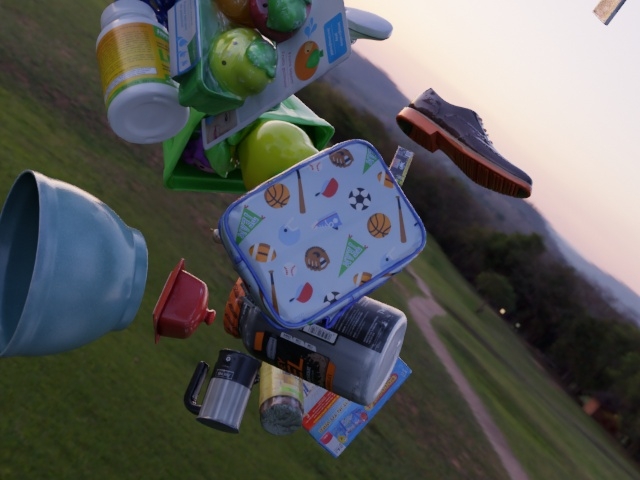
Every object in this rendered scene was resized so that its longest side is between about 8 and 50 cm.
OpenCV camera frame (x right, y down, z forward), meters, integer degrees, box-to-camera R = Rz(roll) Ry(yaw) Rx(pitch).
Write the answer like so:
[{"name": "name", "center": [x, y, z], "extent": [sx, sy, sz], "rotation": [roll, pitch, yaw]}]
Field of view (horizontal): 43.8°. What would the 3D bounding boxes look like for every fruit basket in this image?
[{"name": "fruit basket", "center": [-0.097, -0.348, 1.218], "extent": [0.165, 0.353, 0.327], "rotation": [7, 69, -35]}, {"name": "fruit basket", "center": [-0.138, -0.184, 1.779], "extent": [0.392, 0.283, 0.392], "rotation": [23, 39, -20]}]

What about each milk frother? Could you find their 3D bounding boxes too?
[{"name": "milk frother", "center": [-0.165, 0.291, 1.487], "extent": [0.129, 0.134, 0.143], "rotation": [-4, -33, 41]}]

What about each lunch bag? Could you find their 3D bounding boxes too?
[{"name": "lunch bag", "center": [0.000, 0.000, 1.248], "extent": [0.243, 0.303, 0.115], "rotation": [60, -15, 0]}]

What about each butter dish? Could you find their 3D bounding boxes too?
[{"name": "butter dish", "center": [-0.279, 0.145, 1.682], "extent": [0.118, 0.160, 0.160], "rotation": [20, -26, -1]}]

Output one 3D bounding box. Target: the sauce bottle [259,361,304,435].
[{"name": "sauce bottle", "center": [-0.100, 0.334, 2.024], "extent": [0.111, 0.111, 0.344], "rotation": [37, 25, -25]}]

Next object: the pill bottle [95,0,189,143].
[{"name": "pill bottle", "center": [-0.317, -0.302, 1.390], "extent": [0.136, 0.136, 0.245], "rotation": [29, 36, -51]}]

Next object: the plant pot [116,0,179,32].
[{"name": "plant pot", "center": [-0.277, -0.547, 1.501], "extent": [0.236, 0.236, 0.212], "rotation": [42, 25, -48]}]

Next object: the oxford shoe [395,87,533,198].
[{"name": "oxford shoe", "center": [0.264, -0.173, 1.378], "extent": [0.271, 0.098, 0.097], "rotation": [37, -11, 15]}]

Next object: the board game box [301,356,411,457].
[{"name": "board game box", "center": [0.051, 0.395, 2.196], "extent": [0.086, 0.308, 0.302], "rotation": [48, -9, -29]}]

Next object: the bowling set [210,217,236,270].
[{"name": "bowling set", "center": [-0.180, 0.062, 2.229], "extent": [0.287, 0.154, 0.200], "rotation": [38, 18, -24]}]

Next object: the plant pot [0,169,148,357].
[{"name": "plant pot", "center": [-0.398, 0.049, 1.275], "extent": [0.196, 0.293, 0.293], "rotation": [11, 26, -33]}]

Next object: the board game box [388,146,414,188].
[{"name": "board game box", "center": [0.181, -0.141, 2.056], "extent": [0.048, 0.141, 0.170], "rotation": [25, 38, 1]}]

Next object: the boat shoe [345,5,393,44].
[{"name": "boat shoe", "center": [0.066, -0.538, 2.013], "extent": [0.258, 0.084, 0.095], "rotation": [25, 42, 26]}]

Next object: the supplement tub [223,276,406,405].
[{"name": "supplement tub", "center": [-0.013, 0.180, 1.624], "extent": [0.338, 0.207, 0.207], "rotation": [21, 4, 18]}]

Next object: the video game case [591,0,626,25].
[{"name": "video game case", "center": [0.608, -0.505, 1.625], "extent": [0.011, 0.122, 0.087], "rotation": [25, 29, -15]}]
